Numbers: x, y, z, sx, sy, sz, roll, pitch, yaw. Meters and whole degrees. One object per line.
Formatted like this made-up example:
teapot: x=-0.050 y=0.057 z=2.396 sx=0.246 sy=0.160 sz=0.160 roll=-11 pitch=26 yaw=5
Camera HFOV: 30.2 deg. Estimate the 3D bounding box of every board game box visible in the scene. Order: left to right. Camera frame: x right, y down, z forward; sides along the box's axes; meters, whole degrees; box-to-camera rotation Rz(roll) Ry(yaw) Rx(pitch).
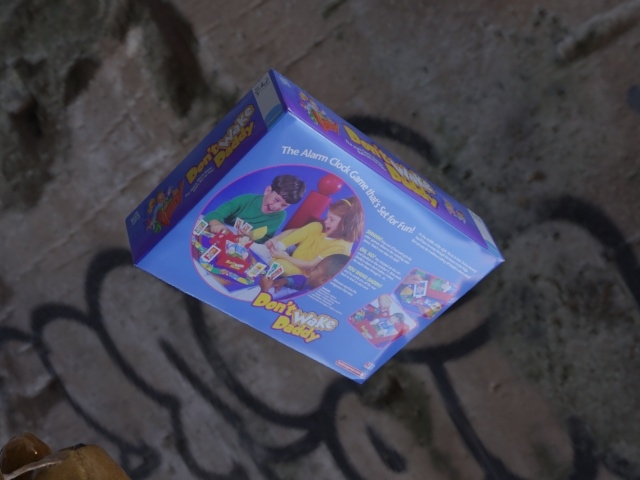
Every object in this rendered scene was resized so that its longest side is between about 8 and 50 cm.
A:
board game box: x=0.000 y=0.000 z=1.281 sx=0.233 sy=0.078 sz=0.347 roll=-43 pitch=129 yaw=19

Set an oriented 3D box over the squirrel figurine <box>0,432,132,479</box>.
squirrel figurine: x=-0.346 y=0.425 z=1.416 sx=0.370 sy=0.397 sz=0.281 roll=-18 pitch=163 yaw=26
